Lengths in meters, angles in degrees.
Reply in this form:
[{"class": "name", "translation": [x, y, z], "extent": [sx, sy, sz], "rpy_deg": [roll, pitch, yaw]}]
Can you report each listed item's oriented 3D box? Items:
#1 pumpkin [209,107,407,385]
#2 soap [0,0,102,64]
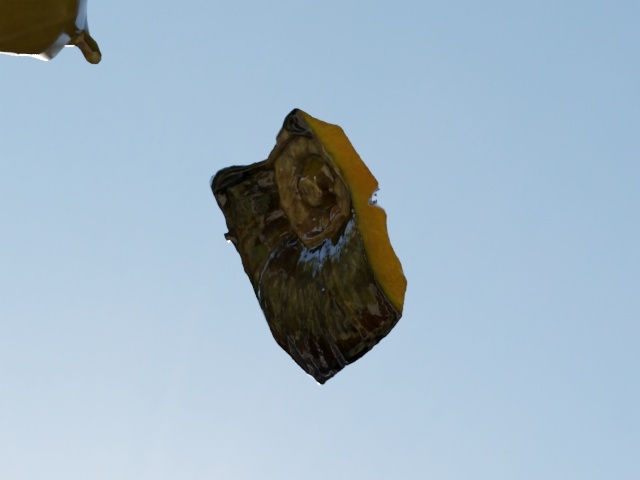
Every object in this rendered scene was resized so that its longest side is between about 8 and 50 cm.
[{"class": "pumpkin", "translation": [0.000, 0.002, 0.662], "extent": [0.073, 0.035, 0.101], "rpy_deg": [-41, -115, 43]}, {"class": "soap", "translation": [-0.190, -0.252, 0.589], "extent": [0.156, 0.335, 0.293], "rpy_deg": [-43, -38, 24]}]
